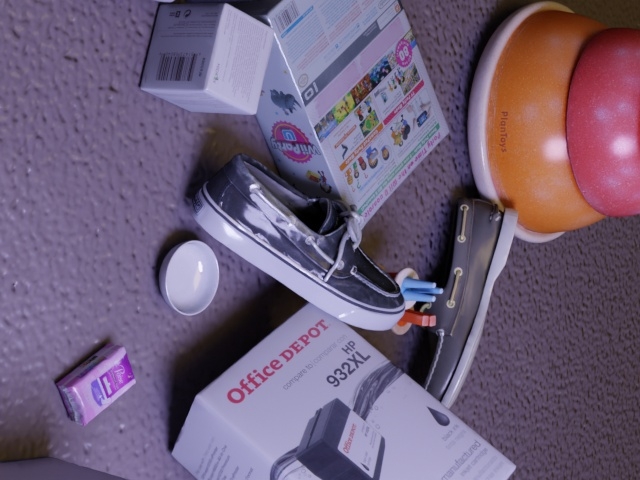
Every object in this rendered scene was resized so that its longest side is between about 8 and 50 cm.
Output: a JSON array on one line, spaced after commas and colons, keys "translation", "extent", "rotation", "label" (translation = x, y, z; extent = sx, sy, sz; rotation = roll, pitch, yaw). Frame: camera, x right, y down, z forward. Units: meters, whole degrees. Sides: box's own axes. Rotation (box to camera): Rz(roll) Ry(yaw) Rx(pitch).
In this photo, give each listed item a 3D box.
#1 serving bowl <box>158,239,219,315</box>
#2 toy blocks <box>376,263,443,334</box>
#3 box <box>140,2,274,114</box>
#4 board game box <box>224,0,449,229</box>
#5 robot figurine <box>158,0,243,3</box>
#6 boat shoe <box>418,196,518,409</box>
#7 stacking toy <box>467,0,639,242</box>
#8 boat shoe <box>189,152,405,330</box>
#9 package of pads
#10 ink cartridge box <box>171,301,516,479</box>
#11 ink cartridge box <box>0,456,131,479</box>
[{"translation": [-0.151, 0.040, 1.594], "extent": [0.083, 0.027, 0.083], "rotation": [-10, 103, -49], "label": "serving bowl"}, {"translation": [0.101, 0.077, 1.807], "extent": [0.123, 0.148, 0.054], "rotation": [50, 58, -41], "label": "toy blocks"}, {"translation": [-0.120, -0.195, 1.543], "extent": [0.087, 0.101, 0.102], "rotation": [23, 77, -50], "label": "box"}, {"translation": [0.020, -0.194, 1.718], "extent": [0.224, 0.097, 0.303], "rotation": [-47, 126, -35], "label": "board game box"}, {"translation": [-0.082, -0.331, 1.460], "extent": [0.278, 0.209, 0.173], "rotation": [-5, 87, -14], "label": "robot figurine"}, {"translation": [0.184, 0.088, 1.954], "extent": [0.109, 0.091, 0.305], "rotation": [90, 19, -76], "label": "boat shoe"}, {"translation": [0.474, -0.154, 1.965], "extent": [0.350, 0.480, 0.350], "rotation": [-9, 102, -49], "label": "stacking toy"}, {"translation": [-0.001, -0.003, 1.646], "extent": [0.306, 0.113, 0.105], "rotation": [34, 112, -25], "label": "boat shoe"}, {"translation": [-0.234, 0.150, 1.505], "extent": [0.083, 0.032, 0.050], "rotation": [-39, 126, -40], "label": "package of pads"}, {"translation": [0.025, 0.244, 1.604], "extent": [0.223, 0.307, 0.129], "rotation": [-38, 161, -41], "label": "ink cartridge box"}, {"translation": [-0.277, 0.361, 1.351], "extent": [0.198, 0.197, 0.270], "rotation": [1, 94, -50], "label": "ink cartridge box"}]
